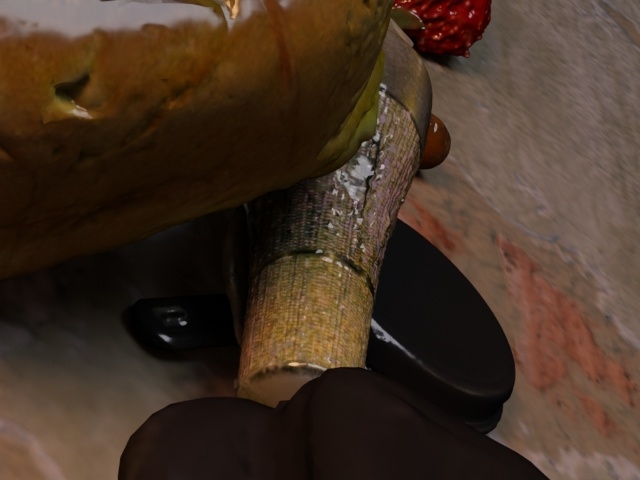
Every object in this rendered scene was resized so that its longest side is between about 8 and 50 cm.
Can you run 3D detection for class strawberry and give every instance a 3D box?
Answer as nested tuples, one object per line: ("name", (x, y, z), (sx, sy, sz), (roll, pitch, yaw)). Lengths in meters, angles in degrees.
("strawberry", (0.067, -0.184, 1.116), (0.146, 0.082, 0.187), (52, 22, 4))

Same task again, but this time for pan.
("pan", (0.008, 0.029, 0.740), (0.235, 0.028, 0.136), (1, 46, -54))

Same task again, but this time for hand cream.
("hand cream", (0.000, 0.000, 0.683), (0.084, 0.084, 0.203), (31, 39, -22))

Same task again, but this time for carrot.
("carrot", (0.030, -0.063, 0.914), (0.093, 0.032, 0.032), (18, 34, -32))

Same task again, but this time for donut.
("donut", (-0.099, -0.098, 0.596), (0.261, 0.128, 0.208), (-21, 66, -33))

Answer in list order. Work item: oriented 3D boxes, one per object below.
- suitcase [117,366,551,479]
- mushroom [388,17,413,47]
("suitcase", (0.064, 0.228, 0.363), (0.339, 0.188, 0.345), (34, 25, -28))
("mushroom", (-0.061, -0.173, 0.956), (0.306, 0.043, 0.068), (32, 52, -24))
